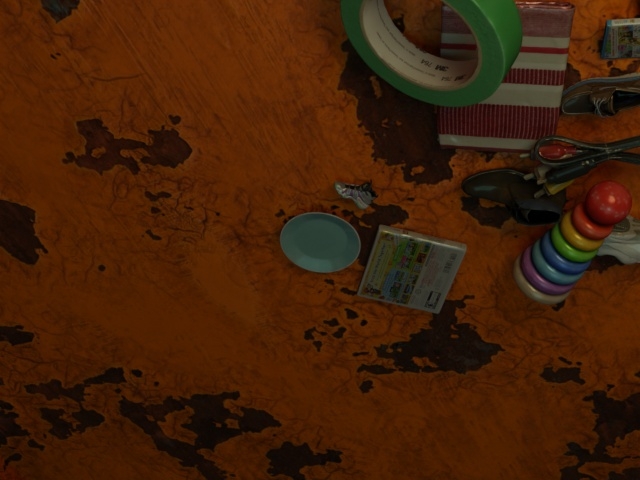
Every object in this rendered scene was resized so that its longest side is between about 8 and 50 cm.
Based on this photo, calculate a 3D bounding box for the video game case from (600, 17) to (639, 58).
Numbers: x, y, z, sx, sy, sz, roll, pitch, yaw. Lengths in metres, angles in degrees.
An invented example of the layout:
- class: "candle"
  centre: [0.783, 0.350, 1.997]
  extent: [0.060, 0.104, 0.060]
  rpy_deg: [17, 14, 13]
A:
- class: "video game case"
  centre: [0.595, -0.365, 1.628]
  extent: [0.166, 0.015, 0.119]
  rpy_deg: [-1, 162, 12]

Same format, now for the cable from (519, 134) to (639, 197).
- class: "cable"
  centre: [0.532, -0.176, 1.768]
  extent: [0.287, 0.072, 0.139]
  rpy_deg: [-19, 118, 17]

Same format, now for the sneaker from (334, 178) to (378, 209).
- class: "sneaker"
  centre: [0.083, -0.114, 1.967]
  extent: [0.098, 0.038, 0.069]
  rpy_deg: [30, 129, -29]

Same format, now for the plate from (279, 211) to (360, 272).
- class: "plate"
  centre: [0.000, 0.000, 2.091]
  extent: [0.188, 0.024, 0.188]
  rpy_deg: [4, 133, 4]

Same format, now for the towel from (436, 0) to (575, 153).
- class: "towel"
  centre: [0.345, -0.309, 1.734]
  extent: [0.237, 0.037, 0.329]
  rpy_deg: [5, 133, 10]

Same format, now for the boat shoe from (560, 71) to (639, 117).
- class: "boat shoe"
  centre: [0.543, -0.272, 1.724]
  extent: [0.183, 0.066, 0.066]
  rpy_deg: [-14, 129, 22]

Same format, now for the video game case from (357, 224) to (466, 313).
- class: "video game case"
  centre: [0.210, 0.070, 2.120]
  extent: [0.206, 0.026, 0.227]
  rpy_deg: [13, 134, -3]

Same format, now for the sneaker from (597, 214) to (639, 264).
- class: "sneaker"
  centre: [0.700, 0.006, 1.952]
  extent: [0.232, 0.090, 0.115]
  rpy_deg: [10, 140, 12]

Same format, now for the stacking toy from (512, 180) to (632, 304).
- class: "stacking toy"
  centre: [0.534, -0.002, 1.889]
  extent: [0.141, 0.141, 0.330]
  rpy_deg: [18, 142, -7]

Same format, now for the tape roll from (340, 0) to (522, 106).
- class: "tape roll"
  centre: [0.190, -0.374, 1.584]
  extent: [0.321, 0.077, 0.321]
  rpy_deg: [26, 154, 14]

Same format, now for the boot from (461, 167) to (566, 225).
- class: "boot"
  centre: [0.404, -0.089, 1.887]
  extent: [0.219, 0.106, 0.082]
  rpy_deg: [2, 132, 7]
